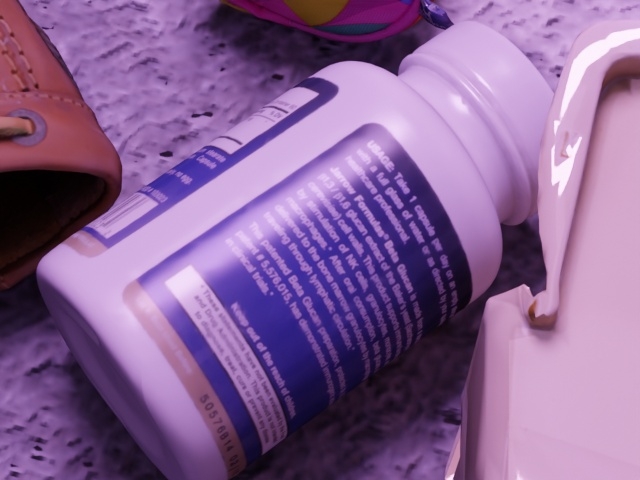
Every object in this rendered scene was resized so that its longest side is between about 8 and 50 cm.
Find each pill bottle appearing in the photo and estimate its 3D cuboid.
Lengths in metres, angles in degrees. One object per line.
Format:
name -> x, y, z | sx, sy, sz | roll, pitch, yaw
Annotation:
pill bottle -> 0.000, 0.000, 0.610 | 0.169, 0.094, 0.094 | -35, 71, -15

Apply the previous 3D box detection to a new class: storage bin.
storage bin -> 0.163, 0.058, 0.496 | 0.260, 0.262, 0.123 | 2, 69, 0

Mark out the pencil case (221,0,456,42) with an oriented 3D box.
pencil case -> 0.026, -0.186, 0.691 | 0.104, 0.104, 0.236 | 13, 66, 5

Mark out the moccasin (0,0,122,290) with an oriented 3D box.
moccasin -> -0.241, 0.042, 0.576 | 0.380, 0.139, 0.147 | -27, 60, -22
